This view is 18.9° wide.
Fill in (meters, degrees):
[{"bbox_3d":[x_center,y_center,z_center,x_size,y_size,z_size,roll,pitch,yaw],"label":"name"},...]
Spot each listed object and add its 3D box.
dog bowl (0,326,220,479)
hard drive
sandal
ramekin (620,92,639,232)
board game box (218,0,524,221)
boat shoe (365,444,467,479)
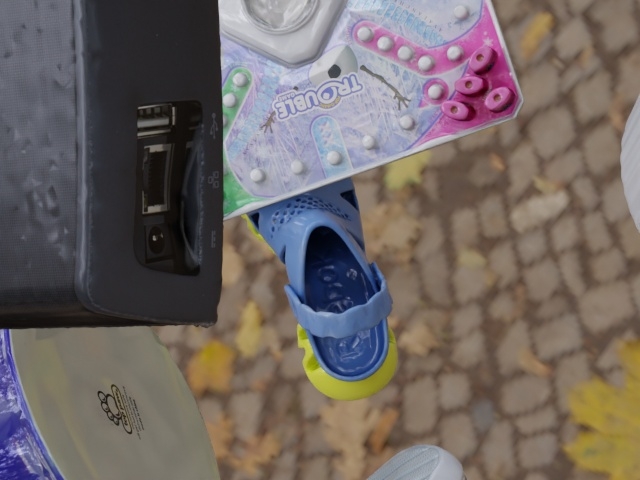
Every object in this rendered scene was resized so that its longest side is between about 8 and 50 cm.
[{"bbox_3d":[-0.188,0.147,1.422,0.104,0.265,0.265,-30,51,18],"label":"dog bowl"},{"bbox_3d":[-0.115,-0.097,0.568,0.172,0.054,0.254,-2,94,30],"label":"hard drive"},{"bbox_3d":[0.000,0.000,1.962,0.126,0.138,0.317,-23,74,-9],"label":"sandal"},{"bbox_3d":[0.358,-0.061,1.494,0.127,0.273,0.273,124,152,-60],"label":"ramekin"},{"bbox_3d":[-0.041,-0.245,1.902,0.390,0.050,0.390,-19,84,12],"label":"board game box"},{"bbox_3d":[0.042,0.188,1.162,0.083,0.076,0.226,-52,5,-30],"label":"boat shoe"}]
